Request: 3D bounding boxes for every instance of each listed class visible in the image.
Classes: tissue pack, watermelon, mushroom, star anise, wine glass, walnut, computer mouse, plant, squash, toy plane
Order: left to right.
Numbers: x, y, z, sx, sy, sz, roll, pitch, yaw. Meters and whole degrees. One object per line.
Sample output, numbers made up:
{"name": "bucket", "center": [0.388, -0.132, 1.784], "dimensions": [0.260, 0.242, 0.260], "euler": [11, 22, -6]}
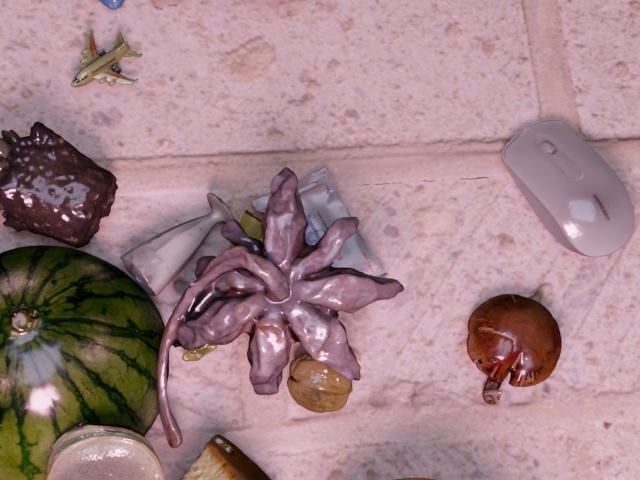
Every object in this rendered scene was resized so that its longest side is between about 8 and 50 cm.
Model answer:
{"name": "plant", "center": [-0.378, -0.079, 1.479], "dimensions": [0.194, 0.132, 0.129], "euler": [24, 65, 1]}
{"name": "watermelon", "center": [-0.350, 0.153, 1.396], "dimensions": [0.330, 0.189, 0.331], "euler": [1, 78, -3]}
{"name": "toy plane", "center": [-0.312, -0.251, 1.589], "dimensions": [0.111, 0.040, 0.102], "euler": [-41, 81, -16]}
{"name": "wine glass", "center": [-0.192, 0.005, 1.519], "dimensions": [0.155, 0.073, 0.073], "euler": [-39, 83, -20]}
{"name": "squash", "center": [-0.118, 0.070, 1.494], "dimensions": [0.094, 0.094, 0.224], "euler": [33, 86, 2]}
{"name": "star anise", "center": [-0.053, 0.087, 1.396], "dimensions": [0.315, 0.139, 0.360], "euler": [0, 92, 5]}
{"name": "tissue pack", "center": [0.000, 0.000, 1.566], "dimensions": [0.122, 0.026, 0.193], "euler": [-27, 77, -14]}
{"name": "walnut", "center": [0.000, 0.188, 1.484], "dimensions": [0.092, 0.092, 0.092], "euler": [2, 73, -8]}
{"name": "mushroom", "center": [0.263, 0.150, 1.534], "dimensions": [0.135, 0.080, 0.171], "euler": [20, 69, 8]}
{"name": "computer mouse", "center": [0.367, -0.080, 1.621], "dimensions": [0.127, 0.079, 0.231], "euler": [-31, 77, -18]}

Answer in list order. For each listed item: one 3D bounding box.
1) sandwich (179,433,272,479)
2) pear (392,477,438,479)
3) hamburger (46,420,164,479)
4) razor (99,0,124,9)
{"name": "sandwich", "center": [-0.124, 0.326, 1.347], "dimensions": [0.128, 0.236, 0.122], "euler": [41, 84, 3]}
{"name": "pear", "center": [0.113, 0.442, 1.322], "dimensions": [0.309, 0.309, 0.309], "euler": [2, 73, -8]}
{"name": "hamburger", "center": [-0.259, 0.278, 1.325], "dimensions": [0.139, 0.062, 0.133], "euler": [-9, 118, -8]}
{"name": "razor", "center": [-0.384, -0.432, 1.632], "dimensions": [0.253, 0.042, 0.082], "euler": [45, 72, 5]}
